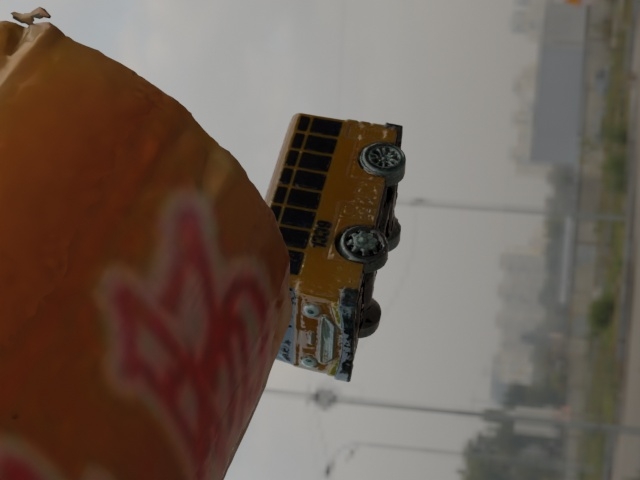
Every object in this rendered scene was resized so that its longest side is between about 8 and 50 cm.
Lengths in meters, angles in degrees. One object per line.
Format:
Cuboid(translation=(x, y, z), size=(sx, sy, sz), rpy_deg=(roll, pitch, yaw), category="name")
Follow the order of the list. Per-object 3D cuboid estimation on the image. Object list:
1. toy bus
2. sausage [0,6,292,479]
Cuboid(translation=(0.000, 0.000, 1.110), size=(0.098, 0.114, 0.201), rpy_deg=(93, -170, -46), category="toy bus")
Cuboid(translation=(-0.159, 0.095, 0.496), size=(0.233, 0.233, 0.287), rpy_deg=(84, -155, -46), category="sausage")
